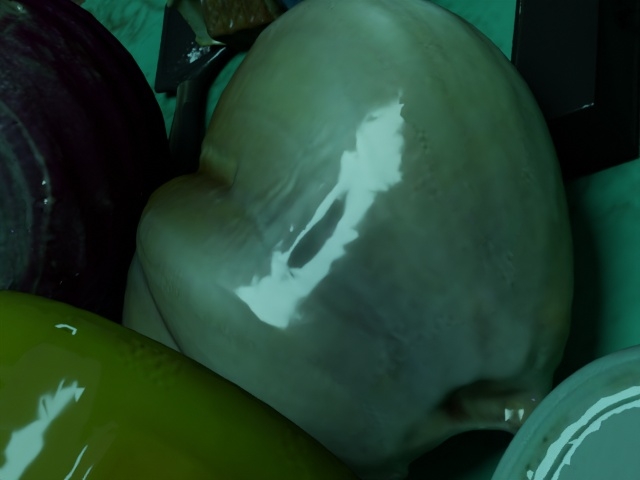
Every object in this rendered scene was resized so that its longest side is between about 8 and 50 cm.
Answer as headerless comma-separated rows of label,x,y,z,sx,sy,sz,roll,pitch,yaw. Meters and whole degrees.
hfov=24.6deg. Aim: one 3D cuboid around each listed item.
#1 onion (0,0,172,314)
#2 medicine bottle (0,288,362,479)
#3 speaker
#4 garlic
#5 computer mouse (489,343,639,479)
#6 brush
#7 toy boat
onion,-0.187,-0.021,0.750,0.230,0.272,0.256,-39,31,-4
medicine bottle,-0.136,0.224,0.439,0.224,0.224,0.384,0,50,46
speaker,0.118,-0.116,0.660,0.046,0.040,0.191,-17,47,34
garlic,0.000,0.000,0.603,0.228,0.110,0.217,24,93,47
computer mouse,0.161,0.112,0.371,0.288,0.097,0.159,8,64,37
brush,-0.077,-0.098,0.869,0.063,0.016,0.193,-29,41,28
toy boat,-0.019,-0.139,0.803,0.172,0.065,0.066,-5,41,45
